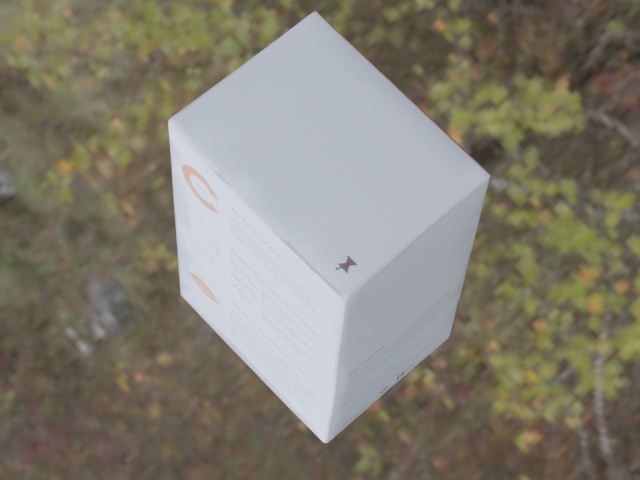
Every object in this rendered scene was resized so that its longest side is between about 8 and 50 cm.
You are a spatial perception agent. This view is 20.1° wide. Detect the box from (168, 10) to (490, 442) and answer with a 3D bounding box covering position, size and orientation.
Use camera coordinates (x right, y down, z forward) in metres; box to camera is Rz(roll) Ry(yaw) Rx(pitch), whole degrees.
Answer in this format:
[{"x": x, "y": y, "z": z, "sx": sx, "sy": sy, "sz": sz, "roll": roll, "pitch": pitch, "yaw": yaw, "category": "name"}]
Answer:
[{"x": 0.000, "y": 0.000, "z": 1.593, "sx": 0.215, "sy": 0.168, "sz": 0.345, "roll": 45, "pitch": 161, "yaw": 16, "category": "box"}]
